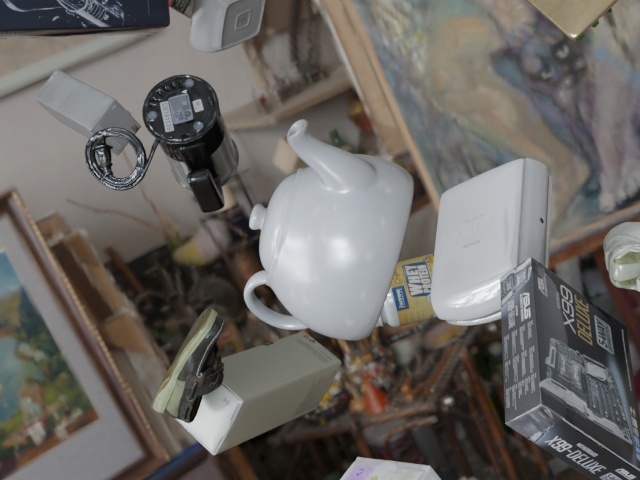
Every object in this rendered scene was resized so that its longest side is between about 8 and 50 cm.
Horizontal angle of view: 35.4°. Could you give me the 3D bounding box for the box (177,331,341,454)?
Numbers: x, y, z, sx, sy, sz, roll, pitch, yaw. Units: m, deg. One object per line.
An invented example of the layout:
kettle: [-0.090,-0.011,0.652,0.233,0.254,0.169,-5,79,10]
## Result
box: [-0.091,0.232,1.569,0.275,0.094,0.113,-9,-48,-57]

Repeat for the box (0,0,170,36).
box: [-0.402,-0.476,1.483,0.312,0.343,0.179,-7,8,-19]

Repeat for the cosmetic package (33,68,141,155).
cosmetic package: [-0.556,-0.308,2.398,0.238,0.127,0.107,32,80,37]

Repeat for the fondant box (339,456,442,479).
fondant box: [0.206,0.568,1.925,0.096,0.330,0.238,-46,17,-28]

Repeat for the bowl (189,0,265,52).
bowl: [-0.143,-0.374,1.645,0.142,0.053,0.142,-32,-28,-37]

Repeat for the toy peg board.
toy peg board: [0.463,-0.452,1.802,0.161,0.161,0.079,-44,-24,6]

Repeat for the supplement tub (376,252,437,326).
supplement tub: [0.206,0.116,2.287,0.199,0.144,0.144,-14,13,2]

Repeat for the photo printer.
photo printer: [0.335,0.015,1.986,0.256,0.107,0.307,-24,49,48]

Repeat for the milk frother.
milk frother: [-0.174,-0.098,1.124,0.143,0.129,0.135,1,-21,6]

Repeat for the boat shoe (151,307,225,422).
boat shoe: [-0.166,0.176,1.372,0.223,0.073,0.080,-57,6,42]

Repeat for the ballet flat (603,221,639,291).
ballet flat: [0.631,0.056,1.901,0.139,0.139,0.400,-27,22,-13]

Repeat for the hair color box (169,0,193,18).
hair color box: [-0.262,-0.484,1.999,0.072,0.043,0.141,-60,3,6]

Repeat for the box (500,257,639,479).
box: [0.396,0.208,1.590,0.076,0.242,0.307,-39,27,35]

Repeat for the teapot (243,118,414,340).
teapot: [0.000,0.000,1.273,0.187,0.256,0.252,15,-2,-1]
